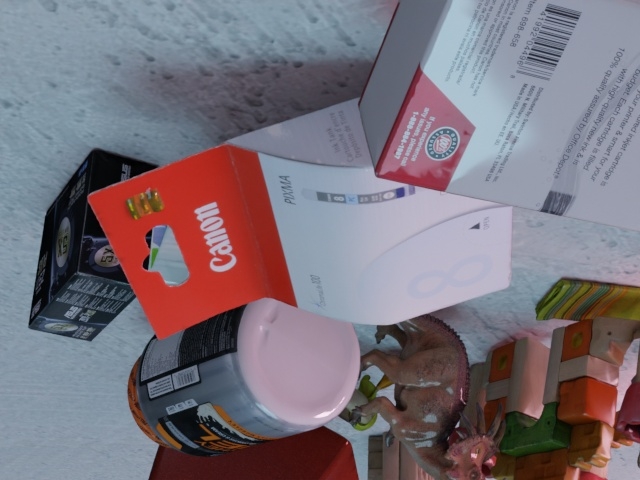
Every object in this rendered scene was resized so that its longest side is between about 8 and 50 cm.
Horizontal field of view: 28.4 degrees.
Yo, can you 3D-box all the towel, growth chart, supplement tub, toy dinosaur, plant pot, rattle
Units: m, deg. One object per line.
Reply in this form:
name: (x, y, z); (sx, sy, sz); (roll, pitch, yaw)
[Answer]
towel: (0.402, 0.089, 1.616); (0.237, 0.021, 0.102); (7, 154, -9)
growth chart: (-0.163, 0.018, 1.528); (0.172, 0.021, 0.237); (12, 152, -17)
supplement tub: (-0.110, 0.172, 1.628); (0.194, 0.193, 0.316); (19, 154, -30)
toy dinosaur: (0.150, 0.197, 1.636); (0.200, 0.295, 0.127); (0, -172, 30)
plant pot: (-0.118, 0.376, 1.896); (0.267, 0.235, 0.267); (26, 159, 17)
rattle: (0.018, 0.172, 1.819); (0.200, 0.142, 0.130); (30, 178, 34)

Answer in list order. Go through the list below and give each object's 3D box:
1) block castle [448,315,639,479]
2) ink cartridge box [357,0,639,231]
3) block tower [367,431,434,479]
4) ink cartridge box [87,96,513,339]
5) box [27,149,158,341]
block castle: (0.397, 0.271, 1.695); (0.303, 0.212, 0.453); (24, 154, -22)
ink cartridge box: (0.194, -0.130, 1.014); (0.273, 0.114, 0.197); (12, 125, -16)
block tower: (0.157, 0.437, 2.265); (0.091, 0.097, 0.335); (-4, 151, 13)
ink cartridge box: (0.000, 0.000, 1.242); (0.385, 0.091, 0.308); (-19, 150, -5)
box: (-0.249, 0.010, 1.378); (0.078, 0.147, 0.180); (15, 152, -24)
